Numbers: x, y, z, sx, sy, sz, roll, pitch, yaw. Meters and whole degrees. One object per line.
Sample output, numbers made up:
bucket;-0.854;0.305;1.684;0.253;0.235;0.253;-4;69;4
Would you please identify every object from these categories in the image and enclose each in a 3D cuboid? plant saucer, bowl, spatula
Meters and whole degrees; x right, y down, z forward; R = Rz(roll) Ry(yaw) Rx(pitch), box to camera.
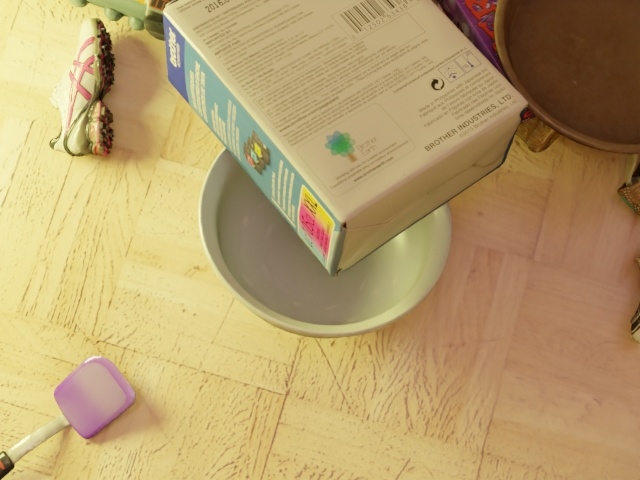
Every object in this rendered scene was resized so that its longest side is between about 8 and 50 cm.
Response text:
plant saucer;0.329;-0.218;1.279;0.278;0.041;0.278;3;68;-8
bowl;0.000;0.000;1.343;0.298;0.134;0.298;3;63;-6
spatula;-0.363;0.254;1.382;0.296;0.030;0.084;-37;78;-4

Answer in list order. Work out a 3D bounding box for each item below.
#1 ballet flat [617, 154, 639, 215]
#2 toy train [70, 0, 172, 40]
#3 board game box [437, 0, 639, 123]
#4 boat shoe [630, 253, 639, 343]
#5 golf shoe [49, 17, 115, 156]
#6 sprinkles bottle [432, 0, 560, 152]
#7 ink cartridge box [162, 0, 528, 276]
ballet flat;0.428;-0.130;1.392;0.067;0.073;0.206;26;79;-9
toy train;-0.233;-0.372;1.456;0.334;0.142;0.190;21;90;7
board game box;0.238;-0.323;1.354;0.208;0.056;0.347;-25;74;-13
boat shoe;0.423;0.025;1.365;0.070;0.078;0.219;31;74;8
golf shoe;-0.313;-0.202;1.454;0.086;0.067;0.186;0;79;5
sprinkles bottle;0.179;-0.266;1.412;0.355;0.121;0.121;42;84;10
ink cartridge box;0.003;-0.196;1.284;0.270;0.151;0.395;-33;72;-20
